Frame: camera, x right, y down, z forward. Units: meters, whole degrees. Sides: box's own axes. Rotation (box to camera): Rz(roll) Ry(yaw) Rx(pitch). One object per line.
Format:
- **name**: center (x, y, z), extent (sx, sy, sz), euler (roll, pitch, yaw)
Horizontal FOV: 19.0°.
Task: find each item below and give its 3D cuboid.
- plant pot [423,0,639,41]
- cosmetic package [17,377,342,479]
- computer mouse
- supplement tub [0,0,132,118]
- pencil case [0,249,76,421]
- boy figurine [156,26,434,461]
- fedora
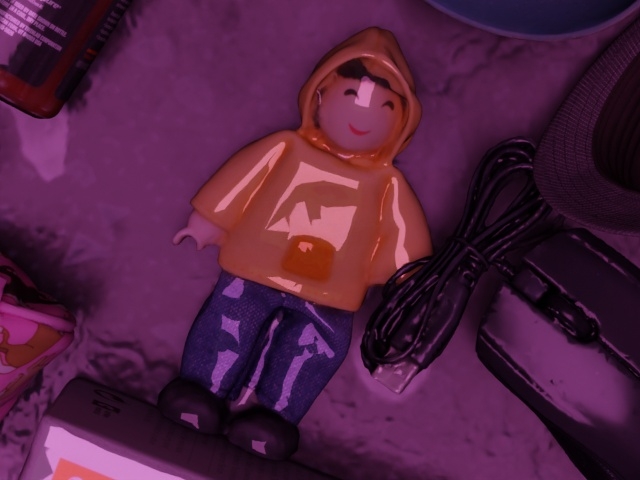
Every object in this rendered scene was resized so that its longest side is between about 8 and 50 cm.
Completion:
- **plant pot**: center (0.144, -0.294, 1.156), extent (0.290, 0.290, 0.195), euler (50, 57, -4)
- **cosmetic package**: center (-0.002, 0.284, 1.239), extent (0.453, 0.161, 0.230), euler (21, 95, -2)
- **computer mouse**: center (0.175, 0.081, 1.232), extent (0.272, 0.072, 0.188), euler (39, 80, -17)
- **supplement tub**: center (-0.163, -0.183, 1.226), extent (0.106, 0.106, 0.198), euler (34, 94, -3)
- **pencil case**: center (-0.321, 0.162, 1.215), extent (0.386, 0.160, 0.167), euler (-54, 138, 3)
- **boy figurine**: center (0.000, 0.000, 1.250), extent (0.177, 0.092, 0.285), euler (25, 98, 1)
- **fedora**: center (0.280, -0.066, 1.197), extent (0.275, 0.244, 0.124), euler (-51, 124, -19)
